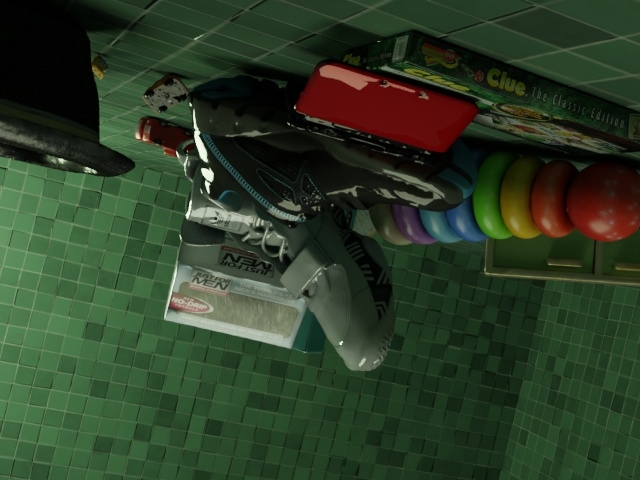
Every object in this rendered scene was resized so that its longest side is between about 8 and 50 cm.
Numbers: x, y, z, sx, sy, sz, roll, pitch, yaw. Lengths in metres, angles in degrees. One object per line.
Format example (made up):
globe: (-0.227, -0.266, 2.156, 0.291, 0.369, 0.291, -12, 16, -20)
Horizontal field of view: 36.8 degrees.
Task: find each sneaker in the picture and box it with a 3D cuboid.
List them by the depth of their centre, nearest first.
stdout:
sneaker: (0.010, -0.081, 1.039, 0.340, 0.140, 0.125, 19, -147, 29)
sneaker: (-0.053, 0.006, 1.206, 0.210, 0.366, 0.137, -5, 150, -26)

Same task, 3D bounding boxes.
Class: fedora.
fedora: (-0.338, -0.172, 1.028, 0.334, 0.153, 0.334, 13, 177, 1)

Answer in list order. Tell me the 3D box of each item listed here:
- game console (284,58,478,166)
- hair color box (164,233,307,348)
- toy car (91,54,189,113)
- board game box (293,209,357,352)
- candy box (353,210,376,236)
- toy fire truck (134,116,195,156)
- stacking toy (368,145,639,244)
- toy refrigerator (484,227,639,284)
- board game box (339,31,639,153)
game console: (0.050, -0.127, 0.849, 0.144, 0.085, 0.124, 15, -150, -14)
hair color box: (-0.107, -0.023, 1.431, 0.185, 0.114, 0.374, 14, -144, -8)
toy car: (-0.224, -0.210, 1.210, 0.122, 0.060, 0.040, 33, -146, -26)
board game box: (-0.082, 0.002, 1.677, 0.253, 0.336, 0.079, 14, 179, 23)
candy box: (0.000, 0.000, 1.841, 0.087, 0.316, 0.183, 56, 175, -4)
toy fire truck: (-0.293, -0.194, 1.839, 0.135, 0.047, 0.192, 14, 178, 40)
stacking toy: (0.222, -0.048, 1.141, 0.330, 0.141, 0.141, 8, 175, 39)
toy refrigerator: (0.388, 0.012, 1.462, 0.269, 0.102, 0.094, 4, 177, 10)
board game box: (0.157, -0.122, 0.838, 0.259, 0.030, 0.136, 14, -179, -23)
